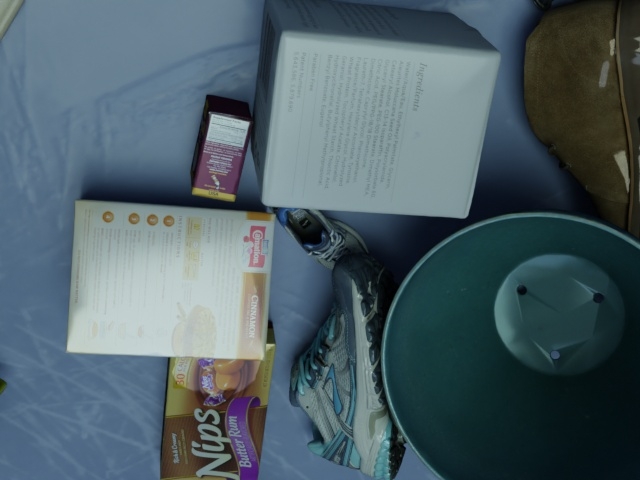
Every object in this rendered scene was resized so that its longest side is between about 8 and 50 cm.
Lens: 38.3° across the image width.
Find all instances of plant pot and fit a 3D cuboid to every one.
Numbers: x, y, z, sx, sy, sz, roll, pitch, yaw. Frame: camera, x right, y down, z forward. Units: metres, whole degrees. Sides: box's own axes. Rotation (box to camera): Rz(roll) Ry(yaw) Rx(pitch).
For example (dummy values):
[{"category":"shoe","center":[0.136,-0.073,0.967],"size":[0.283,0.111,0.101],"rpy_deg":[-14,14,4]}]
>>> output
[{"category":"plant pot","center":[0.225,0.098,0.904],"size":[0.290,0.195,0.290],"rpy_deg":[4,103,19]}]

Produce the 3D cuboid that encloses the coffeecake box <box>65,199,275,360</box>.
[{"category":"coffeecake box","center":[-0.142,0.037,0.884],"size":[0.185,0.068,0.142],"rpy_deg":[4,92,-11]}]

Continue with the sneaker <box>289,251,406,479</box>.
[{"category":"sneaker","center":[0.020,0.138,0.956],"size":[0.122,0.110,0.283],"rpy_deg":[5,123,17]}]

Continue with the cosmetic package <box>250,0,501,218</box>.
[{"category":"cosmetic package","center":[0.039,-0.120,0.813],"size":[0.184,0.151,0.151],"rpy_deg":[4,115,-10]}]

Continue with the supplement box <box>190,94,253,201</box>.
[{"category":"supplement box","center":[-0.094,-0.086,0.863],"size":[0.043,0.055,0.083],"rpy_deg":[10,113,-13]}]

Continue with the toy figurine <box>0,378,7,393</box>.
[{"category":"toy figurine","center":[-0.518,0.163,0.869],"size":[0.362,0.191,0.217],"rpy_deg":[35,120,-22]}]

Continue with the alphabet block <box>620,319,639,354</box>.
[{"category":"alphabet block","center":[0.452,0.085,0.944],"size":[0.192,0.197,0.193],"rpy_deg":[25,110,-27]}]

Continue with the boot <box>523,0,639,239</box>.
[{"category":"boot","center":[0.274,-0.096,0.912],"size":[0.115,0.112,0.305],"rpy_deg":[1,127,26]}]

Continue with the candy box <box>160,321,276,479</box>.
[{"category":"candy box","center":[-0.113,0.175,0.990],"size":[0.109,0.053,0.186],"rpy_deg":[4,114,-11]}]

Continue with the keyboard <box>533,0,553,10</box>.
[{"category":"keyboard","center":[0.213,-0.270,0.841],"size":[0.180,0.023,0.108],"rpy_deg":[28,102,-20]}]

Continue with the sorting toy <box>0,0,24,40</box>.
[{"category":"sorting toy","center":[-0.347,-0.230,0.762],"size":[0.193,0.038,0.208],"rpy_deg":[31,108,-21]}]

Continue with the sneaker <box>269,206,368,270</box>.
[{"category":"sneaker","center":[0.000,0.000,0.919],"size":[0.135,0.058,0.052],"rpy_deg":[39,104,-24]}]
